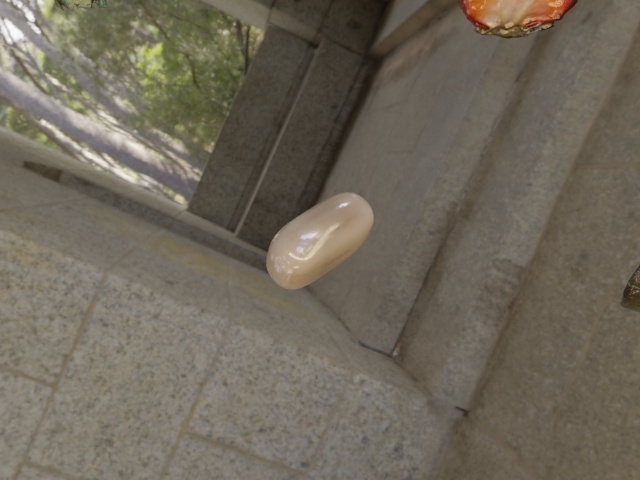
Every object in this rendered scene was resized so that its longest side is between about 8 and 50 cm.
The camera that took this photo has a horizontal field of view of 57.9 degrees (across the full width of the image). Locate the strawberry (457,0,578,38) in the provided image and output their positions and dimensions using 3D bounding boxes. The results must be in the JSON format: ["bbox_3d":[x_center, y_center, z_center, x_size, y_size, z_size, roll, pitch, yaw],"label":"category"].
[{"bbox_3d":[0.305,-0.430,0.867,0.236,0.190,0.111,107,164,-47],"label":"strawberry"}]

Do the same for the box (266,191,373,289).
[{"bbox_3d":[0.000,0.000,0.950,0.200,0.088,0.146,-34,-18,-27],"label":"box"}]

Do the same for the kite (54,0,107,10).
[{"bbox_3d":[-0.330,-0.282,0.541,0.368,0.014,0.406,-33,-4,24],"label":"kite"}]

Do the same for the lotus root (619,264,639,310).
[{"bbox_3d":[0.742,0.075,1.198,0.210,0.142,0.314,-52,-29,-2],"label":"lotus root"}]
